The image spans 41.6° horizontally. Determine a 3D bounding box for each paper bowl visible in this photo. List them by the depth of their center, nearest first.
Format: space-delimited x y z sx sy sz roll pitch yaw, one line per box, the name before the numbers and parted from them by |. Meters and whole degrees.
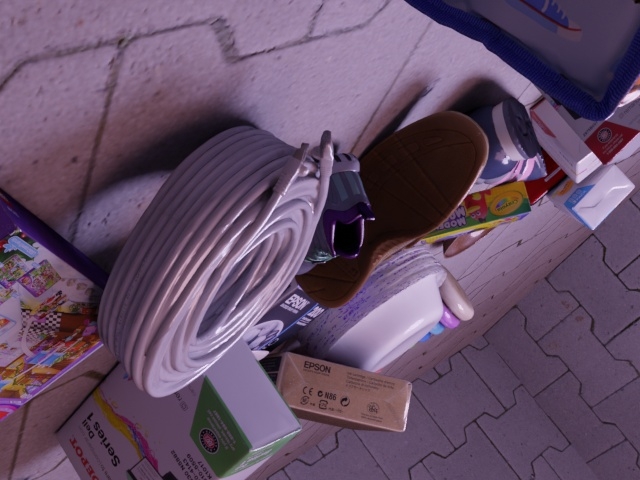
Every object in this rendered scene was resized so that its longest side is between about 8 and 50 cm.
paper bowl | 0.101 0.131 1.487 0.284 0.148 0.284 -35 165 -11

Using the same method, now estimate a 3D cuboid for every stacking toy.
stacking toy | 0.165 0.196 1.841 0.330 0.141 0.141 -37 164 13

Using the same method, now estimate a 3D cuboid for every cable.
cable | -0.096 0.020 0.769 0.257 0.089 0.257 -49 167 -19

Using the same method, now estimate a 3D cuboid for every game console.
game console | 0.428 -0.134 1.566 0.144 0.124 0.085 -44 136 19

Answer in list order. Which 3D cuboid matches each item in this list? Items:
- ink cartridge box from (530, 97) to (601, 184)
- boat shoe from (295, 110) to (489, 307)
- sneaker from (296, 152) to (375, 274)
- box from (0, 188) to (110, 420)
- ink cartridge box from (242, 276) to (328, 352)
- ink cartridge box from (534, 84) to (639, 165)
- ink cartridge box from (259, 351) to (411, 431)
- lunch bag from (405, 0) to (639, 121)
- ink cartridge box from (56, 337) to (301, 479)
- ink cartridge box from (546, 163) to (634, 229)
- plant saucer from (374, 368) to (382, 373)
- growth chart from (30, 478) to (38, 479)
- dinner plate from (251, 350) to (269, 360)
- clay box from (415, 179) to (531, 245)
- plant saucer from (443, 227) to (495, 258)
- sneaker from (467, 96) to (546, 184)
ink cartridge box | 0.407 -0.165 1.372 0.067 0.115 0.198 -39 165 8
boat shoe | 0.096 -0.047 1.073 0.342 0.123 0.123 -51 173 38
sneaker | 0.000 0.000 0.981 0.083 0.098 0.224 -12 152 -23
box | -0.281 0.073 0.685 0.201 0.057 0.293 -37 164 -7
ink cartridge box | -0.052 0.097 1.256 0.208 0.045 0.206 -40 163 4
ink cartridge box | 0.360 -0.203 1.068 0.072 0.175 0.127 -18 154 -43
ink cartridge box | 0.003 0.255 1.405 0.234 0.088 0.193 17 164 -22
lunch bag | 0.273 -0.303 0.539 0.328 0.239 0.385 -22 142 -41
ink cartridge box | -0.191 0.247 1.090 0.278 0.201 0.117 -46 161 28
ink cartridge box | 0.468 -0.096 1.508 0.104 0.061 0.181 -47 -165 6
plant saucer | -0.013 0.287 1.685 0.259 0.048 0.258 -23 174 32
growth chart | -0.510 0.415 1.205 0.237 0.021 0.172 -42 164 17
dinner plate | -0.143 0.175 1.208 0.141 0.017 0.141 -6 169 -1
clay box | 0.188 -0.030 1.238 0.222 0.053 0.127 -16 175 6
plant saucer | 0.311 -0.040 1.653 0.198 0.036 0.198 -35 164 -12
sneaker | 0.239 -0.129 1.192 0.131 0.112 0.319 -21 170 20
